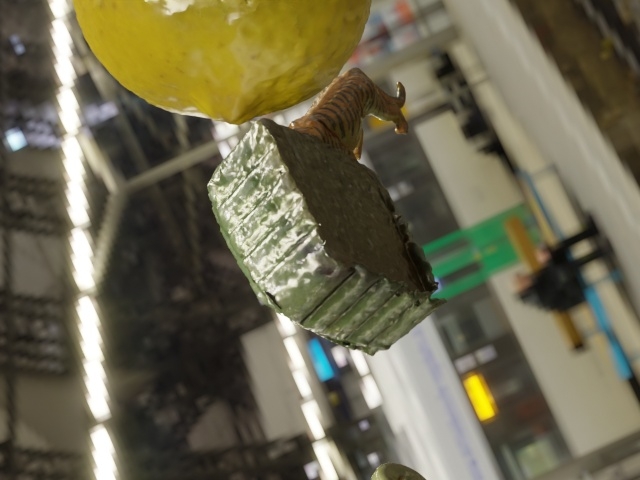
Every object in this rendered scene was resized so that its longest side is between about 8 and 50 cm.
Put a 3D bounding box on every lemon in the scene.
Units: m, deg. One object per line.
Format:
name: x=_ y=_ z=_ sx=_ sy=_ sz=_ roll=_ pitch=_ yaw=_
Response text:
lemon: x=-0.079 y=-0.237 z=1.462 sx=0.253 sy=0.254 sz=0.310 roll=58 pitch=-160 yaw=-65

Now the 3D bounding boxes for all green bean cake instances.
green bean cake: x=0.000 y=0.000 z=1.552 sx=0.173 sy=0.094 sz=0.181 roll=22 pitch=-149 yaw=-49

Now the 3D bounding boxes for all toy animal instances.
toy animal: x=0.021 y=-0.102 z=1.738 sx=0.241 sy=0.057 sz=0.099 roll=-50 pitch=-51 yaw=-42

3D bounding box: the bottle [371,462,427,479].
bottle: x=0.037 y=0.202 z=1.250 sx=0.047 sy=0.101 sz=0.063 roll=9 pitch=-150 yaw=-38
